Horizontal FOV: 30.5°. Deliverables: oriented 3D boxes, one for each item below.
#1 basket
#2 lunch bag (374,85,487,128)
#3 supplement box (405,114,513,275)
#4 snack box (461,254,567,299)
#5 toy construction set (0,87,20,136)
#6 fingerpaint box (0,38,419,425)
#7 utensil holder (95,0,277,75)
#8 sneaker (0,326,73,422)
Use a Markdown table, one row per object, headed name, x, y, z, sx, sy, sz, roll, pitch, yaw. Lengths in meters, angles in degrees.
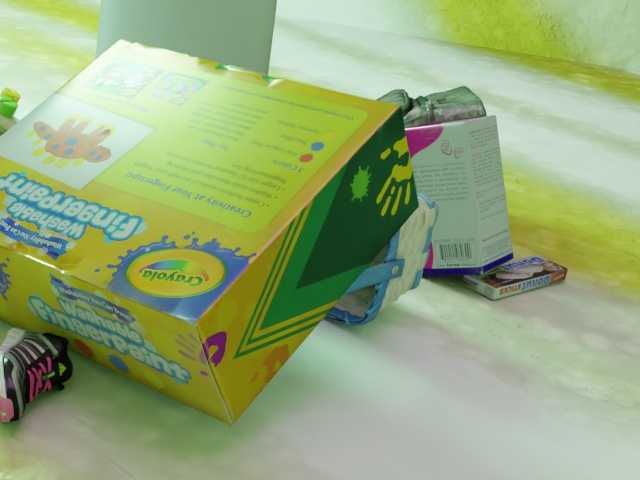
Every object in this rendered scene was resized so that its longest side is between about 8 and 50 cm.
| name | x | y | z | sx | sy | sz | roll | pitch | yaw |
| --- | --- | --- | --- | --- | --- | --- | --- | --- | --- |
| basket | 0.000 | 0.000 | 1.517 | 0.254 | 0.201 | 0.289 | 28 | 21 | 37 |
| lunch bag | 0.145 | -0.136 | 1.943 | 0.256 | 0.213 | 0.305 | -8 | 13 | 4 |
| supplement box | 0.201 | -0.067 | 1.729 | 0.111 | 0.220 | 0.114 | -2 | 11 | 35 |
| snack box | 0.293 | 0.054 | 1.760 | 0.178 | 0.022 | 0.064 | -11 | 27 | -42 |
| toy construction set | -0.471 | -0.102 | 1.662 | 0.215 | 0.151 | 0.327 | 38 | 34 | 7 |
| fingerpaint box | -0.173 | -0.034 | 1.354 | 0.444 | 0.163 | 0.371 | 17 | 50 | 33 |
| utensil holder | -0.243 | -0.359 | 2.115 | 0.327 | 0.386 | 0.327 | 8 | 19 | -3 |
| sneaker | -0.298 | 0.136 | 1.223 | 0.074 | 0.063 | 0.170 | 0 | 16 | -6 |
